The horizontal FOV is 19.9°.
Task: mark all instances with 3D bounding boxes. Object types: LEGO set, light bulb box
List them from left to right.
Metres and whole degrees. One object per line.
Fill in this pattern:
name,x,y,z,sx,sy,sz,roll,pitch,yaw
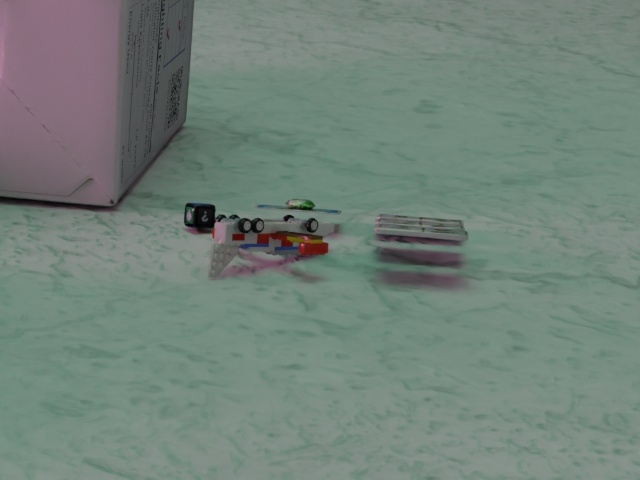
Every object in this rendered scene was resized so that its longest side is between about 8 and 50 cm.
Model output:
light bulb box,-0.257,-0.252,1.763,0.225,0.357,0.361,6,16,4
LEGO set,0.000,0.000,1.549,0.244,0.060,0.182,5,5,2
